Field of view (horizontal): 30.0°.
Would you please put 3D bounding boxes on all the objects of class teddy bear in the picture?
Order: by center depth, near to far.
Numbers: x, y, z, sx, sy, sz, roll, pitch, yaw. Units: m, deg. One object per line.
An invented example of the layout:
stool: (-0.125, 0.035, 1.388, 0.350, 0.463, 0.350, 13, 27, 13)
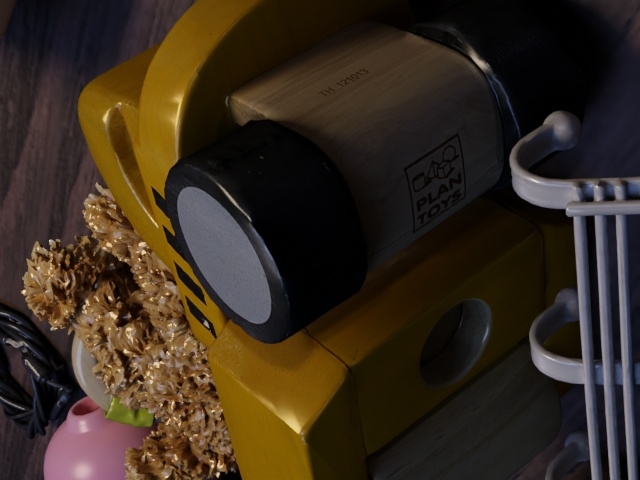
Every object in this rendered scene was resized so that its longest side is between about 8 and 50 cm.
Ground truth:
teddy bear: (-0.074, 0.101, 0.875, 0.245, 0.113, 0.338, -25, 103, 17)

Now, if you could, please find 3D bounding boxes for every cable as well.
cable: (-0.336, 0.141, 1.282, 0.150, 0.047, 0.184, 44, 146, 1)

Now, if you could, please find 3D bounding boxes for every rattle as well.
rattle: (-0.145, 0.043, 1.002, 0.130, 0.143, 0.200, -6, 110, 11)

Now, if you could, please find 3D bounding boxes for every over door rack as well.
over door rack: (0.260, 0.051, 0.546, 0.324, 0.108, 0.240, 6, 131, 24)

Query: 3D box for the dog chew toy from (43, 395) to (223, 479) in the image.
dog chew toy: (-0.162, 0.295, 1.140, 0.206, 0.206, 0.332, 4, 121, 44)

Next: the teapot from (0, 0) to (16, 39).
teapot: (-0.304, -0.221, 0.771, 0.256, 0.187, 0.252, -23, 131, 25)

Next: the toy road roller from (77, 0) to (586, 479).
toy road roller: (0.000, 0.000, 0.675, 0.240, 0.202, 0.330, 33, 146, 42)
